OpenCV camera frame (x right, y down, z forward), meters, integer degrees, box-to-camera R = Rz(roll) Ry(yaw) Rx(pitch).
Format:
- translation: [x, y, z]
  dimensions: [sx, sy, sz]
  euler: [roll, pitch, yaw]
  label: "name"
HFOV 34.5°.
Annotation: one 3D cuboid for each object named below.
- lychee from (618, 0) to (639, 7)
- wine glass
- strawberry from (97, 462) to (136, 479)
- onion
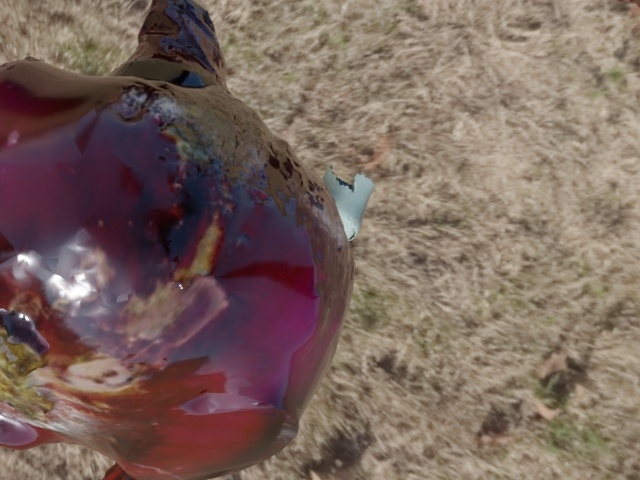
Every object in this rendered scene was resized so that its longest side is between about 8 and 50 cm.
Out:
- translation: [0.430, -0.413, 1.262]
  dimensions: [0.300, 0.264, 0.264]
  euler: [15, 90, -35]
  label: "lychee"
- translation: [0.000, 0.000, 1.308]
  dimensions: [0.079, 0.079, 0.195]
  euler: [30, 75, -16]
  label: "wine glass"
- translation: [-0.221, 0.361, 1.280]
  dimensions: [0.184, 0.187, 0.201]
  euler: [-4, 72, -21]
  label: "strawberry"
- translation: [-0.157, -0.029, 0.869]
  dimensions: [0.398, 0.398, 0.420]
  euler: [26, 50, -16]
  label: "onion"
